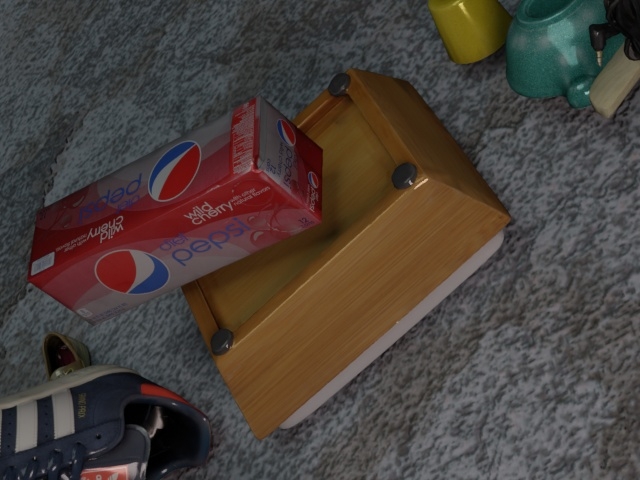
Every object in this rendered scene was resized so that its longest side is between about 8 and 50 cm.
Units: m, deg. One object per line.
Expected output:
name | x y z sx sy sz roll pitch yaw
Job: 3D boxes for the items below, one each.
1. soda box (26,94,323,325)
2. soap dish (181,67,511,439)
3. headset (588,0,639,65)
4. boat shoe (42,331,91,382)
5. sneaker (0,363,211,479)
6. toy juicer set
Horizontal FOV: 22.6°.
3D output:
soda box | -0.126 -0.021 1.376 0.263 0.092 0.083 -24 45 29
soap dish | 0.000 0.000 1.409 0.291 0.118 0.229 -42 40 11
headset | 0.362 -0.076 1.078 0.394 0.185 0.243 33 84 39
boat shoe | -0.249 0.142 1.586 0.050 0.045 0.135 -43 40 8
sneaker | -0.229 0.200 1.344 0.148 0.131 0.350 14 27 33
toy juicer set | 0.244 -0.197 1.369 0.209 0.089 0.329 -40 30 -5
